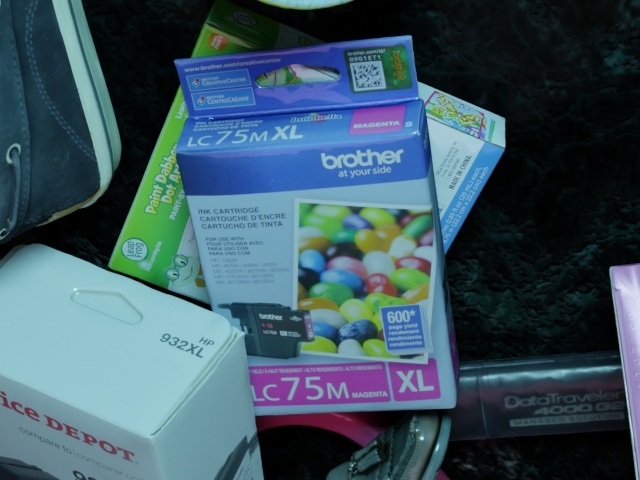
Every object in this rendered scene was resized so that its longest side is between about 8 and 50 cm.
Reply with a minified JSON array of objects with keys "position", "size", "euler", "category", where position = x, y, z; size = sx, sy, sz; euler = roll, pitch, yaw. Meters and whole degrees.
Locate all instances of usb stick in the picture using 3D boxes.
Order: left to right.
[{"position":[0.202,0.132,1.250],"size":[0.278,0.045,0.077],"euler":[-5,116,12],"category":"usb stick"}]

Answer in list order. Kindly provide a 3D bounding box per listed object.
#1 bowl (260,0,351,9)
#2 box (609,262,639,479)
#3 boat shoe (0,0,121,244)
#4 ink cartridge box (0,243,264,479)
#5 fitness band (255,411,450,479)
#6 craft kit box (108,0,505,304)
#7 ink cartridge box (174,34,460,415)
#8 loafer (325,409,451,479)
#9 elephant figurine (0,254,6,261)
[{"position":[-0.014,-0.306,0.895],"size":[0.156,0.289,0.289],"euler":[40,133,33],"category":"bowl"},{"position":[0.289,0.134,1.071],"size":[0.117,0.243,0.214],"euler":[-7,78,12],"category":"box"},{"position":[-0.279,-0.195,0.988],"size":[0.186,0.156,0.500],"euler":[17,137,34],"category":"boat shoe"},{"position":[-0.173,0.179,1.212],"size":[0.223,0.129,0.307],"euler":[19,138,23],"category":"ink cartridge box"},{"position":[0.012,0.248,1.350],"size":[0.209,0.054,0.291],"euler":[-29,117,24],"category":"fitness band"},{"position":[-0.016,-0.036,1.162],"size":[0.246,0.061,0.250],"euler":[21,124,-9],"category":"craft kit box"},{"position":[0.000,0.000,1.118],"size":[0.185,0.065,0.311],"euler":[-3,122,10],"category":"ink cartridge box"},{"position":[0.026,0.241,1.265],"size":[0.084,0.096,0.267],"euler":[24,124,-3],"category":"loafer"},{"position":[-0.379,0.071,1.236],"size":[0.239,0.169,0.186],"euler":[24,155,-27],"category":"elephant figurine"}]
